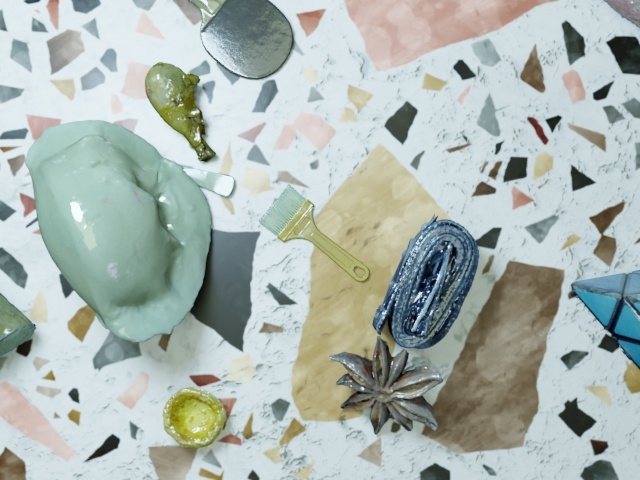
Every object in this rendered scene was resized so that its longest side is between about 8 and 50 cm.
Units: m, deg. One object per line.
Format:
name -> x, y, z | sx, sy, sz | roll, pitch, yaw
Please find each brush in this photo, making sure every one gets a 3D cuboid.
brush -> 0.000, 0.000, 1.244 | 0.205, 0.011, 0.083 | 38, 87, 1

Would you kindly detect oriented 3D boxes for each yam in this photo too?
yam -> -0.566, 0.114, 1.188 | 0.194, 0.107, 0.107 | 38, 87, 1

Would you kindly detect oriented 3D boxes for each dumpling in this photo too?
dumpling -> -0.332, -0.025, 1.160 | 0.212, 0.270, 0.320 | -5, 113, 24

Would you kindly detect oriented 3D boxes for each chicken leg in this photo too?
chicken leg -> -0.224, -0.215, 1.231 | 0.093, 0.070, 0.178 | -28, 94, -8

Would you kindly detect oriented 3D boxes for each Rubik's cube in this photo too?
Rubik's cube -> 0.586, 0.133, 1.177 | 0.233, 0.229, 0.228 | -42, 42, 33

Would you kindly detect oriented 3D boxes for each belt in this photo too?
belt -> 0.177, 0.071, 1.180 | 0.122, 0.128, 0.218 | 24, 88, 0

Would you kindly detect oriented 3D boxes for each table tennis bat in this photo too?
table tennis bat -> -0.160, -0.378, 1.259 | 0.246, 0.022, 0.138 | 38, 87, 1

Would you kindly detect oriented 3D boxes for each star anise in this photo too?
star anise -> 0.108, 0.228, 1.176 | 0.195, 0.065, 0.182 | -13, 113, 33

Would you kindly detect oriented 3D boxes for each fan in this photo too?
fan -> -0.238, -0.118, 1.246 | 0.193, 0.016, 0.038 | 18, 87, 0

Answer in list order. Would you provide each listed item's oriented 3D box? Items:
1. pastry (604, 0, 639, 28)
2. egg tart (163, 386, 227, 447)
pastry -> 0.579, -0.387, 1.225 | 0.265, 0.103, 0.112 | 30, 94, 3
egg tart -> -0.206, 0.288, 1.211 | 0.105, 0.039, 0.105 | 0, 87, 0
